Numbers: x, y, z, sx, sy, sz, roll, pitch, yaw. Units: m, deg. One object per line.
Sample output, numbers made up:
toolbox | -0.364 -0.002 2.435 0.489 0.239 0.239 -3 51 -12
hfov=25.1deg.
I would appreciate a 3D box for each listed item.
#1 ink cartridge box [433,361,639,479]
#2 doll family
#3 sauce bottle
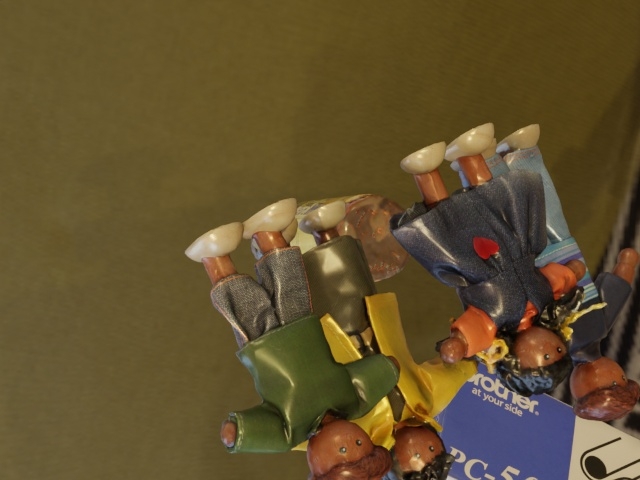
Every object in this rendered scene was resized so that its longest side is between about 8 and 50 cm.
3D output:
ink cartridge box | 0.159 0.161 0.933 0.207 0.097 0.046 27 137 -10
doll family | 0.044 0.030 0.492 0.111 0.193 0.076 64 158 8
sauce bottle | 0.000 0.000 0.698 0.128 0.042 0.042 -2 89 64
